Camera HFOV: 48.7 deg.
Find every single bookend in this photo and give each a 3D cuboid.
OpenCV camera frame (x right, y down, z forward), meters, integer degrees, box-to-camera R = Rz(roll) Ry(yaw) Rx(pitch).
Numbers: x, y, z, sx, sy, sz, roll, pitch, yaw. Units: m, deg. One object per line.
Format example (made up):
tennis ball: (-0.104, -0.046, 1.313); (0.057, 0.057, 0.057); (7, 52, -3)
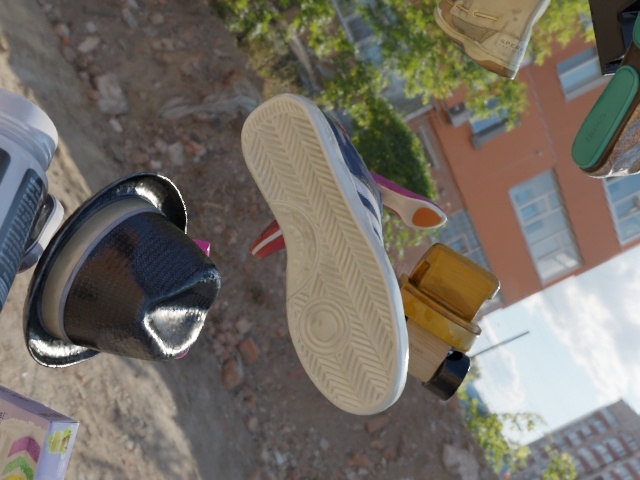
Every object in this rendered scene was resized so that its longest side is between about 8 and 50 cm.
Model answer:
bookend: (0.504, -0.365, 1.121); (0.157, 0.072, 0.156); (147, -66, -81)

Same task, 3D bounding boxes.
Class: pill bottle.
pill bottle: (-0.417, -0.031, 0.823); (0.161, 0.161, 0.283); (60, 31, -50)

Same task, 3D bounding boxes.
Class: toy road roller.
toy road roller: (0.214, 0.130, 1.353); (0.202, 0.241, 0.329); (33, 7, 0)

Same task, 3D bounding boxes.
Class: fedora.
fedora: (-0.239, 0.068, 0.974); (0.152, 0.334, 0.334); (26, -7, 14)

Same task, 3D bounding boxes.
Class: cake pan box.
cake pan box: (-0.535, 0.382, 1.176); (0.070, 0.266, 0.246); (27, 77, -54)

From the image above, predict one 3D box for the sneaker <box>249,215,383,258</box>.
sneaker: (0.000, 0.000, 1.115); (0.128, 0.221, 0.087); (53, 26, -11)

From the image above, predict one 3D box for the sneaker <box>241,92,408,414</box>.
sneaker: (0.029, 0.010, 0.782); (0.148, 0.131, 0.350); (2, 72, -64)

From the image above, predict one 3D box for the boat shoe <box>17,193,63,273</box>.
boat shoe: (-0.442, -0.032, 1.042); (0.228, 0.080, 0.076); (-104, 171, -61)

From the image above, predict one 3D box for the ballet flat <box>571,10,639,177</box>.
ballet flat: (0.414, -0.209, 0.840); (0.108, 0.106, 0.316); (-97, -159, -48)

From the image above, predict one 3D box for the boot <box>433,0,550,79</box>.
boot: (0.273, -0.381, 1.066); (0.095, 0.203, 0.262); (17, 29, -19)

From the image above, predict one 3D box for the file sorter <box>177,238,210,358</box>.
file sorter: (-0.348, 0.119, 1.449); (0.291, 0.202, 0.182); (116, -16, -65)

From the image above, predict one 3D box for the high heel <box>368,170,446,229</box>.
high heel: (0.174, -0.100, 1.614); (0.117, 0.244, 0.082); (-104, -148, -49)
